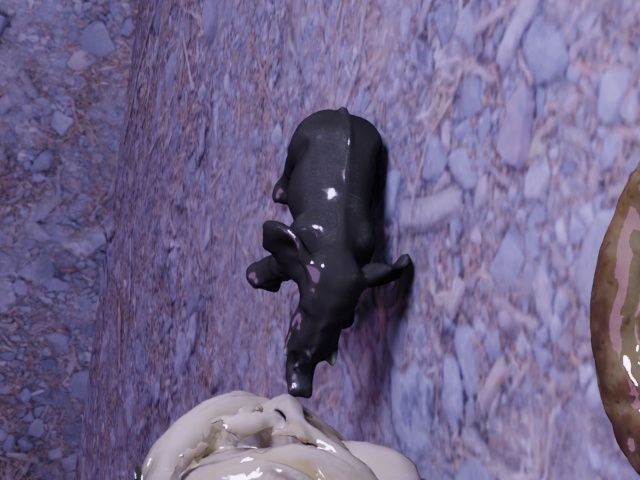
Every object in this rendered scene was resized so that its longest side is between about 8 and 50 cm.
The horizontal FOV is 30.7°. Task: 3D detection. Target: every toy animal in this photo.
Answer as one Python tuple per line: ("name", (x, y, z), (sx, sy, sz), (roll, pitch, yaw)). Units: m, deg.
("toy animal", (-0.005, 0.001, 0.934), (0.146, 0.114, 0.245), (126, 142, -56))

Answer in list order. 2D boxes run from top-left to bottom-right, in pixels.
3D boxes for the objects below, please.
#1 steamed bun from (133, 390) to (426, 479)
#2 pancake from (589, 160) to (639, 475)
("steamed bun", (0.002, 0.239, 0.787), (0.280, 0.207, 0.268), (70, -164, -71))
("pancake", (0.196, 0.026, 0.506), (0.250, 0.031, 0.250), (-176, 90, -71))
